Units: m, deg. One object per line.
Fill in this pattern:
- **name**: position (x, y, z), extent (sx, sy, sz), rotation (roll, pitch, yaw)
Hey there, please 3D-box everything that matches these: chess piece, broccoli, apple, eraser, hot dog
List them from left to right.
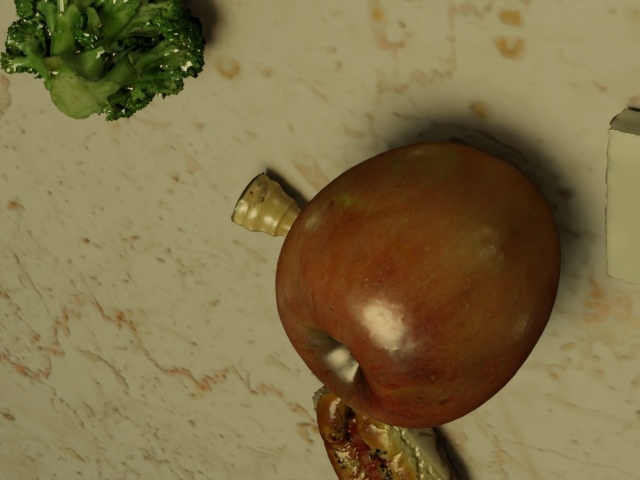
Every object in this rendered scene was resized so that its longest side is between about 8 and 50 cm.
- **broccoli**: position (-0.200, -0.183, 1.416), extent (0.195, 0.156, 0.195), rotation (-1, 142, -1)
- **chess piece**: position (0.000, -0.001, 1.491), extent (0.172, 0.060, 0.060), rotation (30, 140, 10)
- **hot dog**: position (0.079, 0.248, 1.640), extent (0.144, 0.075, 0.268), rotation (-9, 122, 41)
- **apple**: position (0.091, 0.036, 1.332), extent (0.253, 0.253, 0.253), rotation (22, 137, 22)
- **eraser**: position (0.337, -0.009, 1.214), extent (0.230, 0.038, 0.157), rotation (17, 135, 28)
